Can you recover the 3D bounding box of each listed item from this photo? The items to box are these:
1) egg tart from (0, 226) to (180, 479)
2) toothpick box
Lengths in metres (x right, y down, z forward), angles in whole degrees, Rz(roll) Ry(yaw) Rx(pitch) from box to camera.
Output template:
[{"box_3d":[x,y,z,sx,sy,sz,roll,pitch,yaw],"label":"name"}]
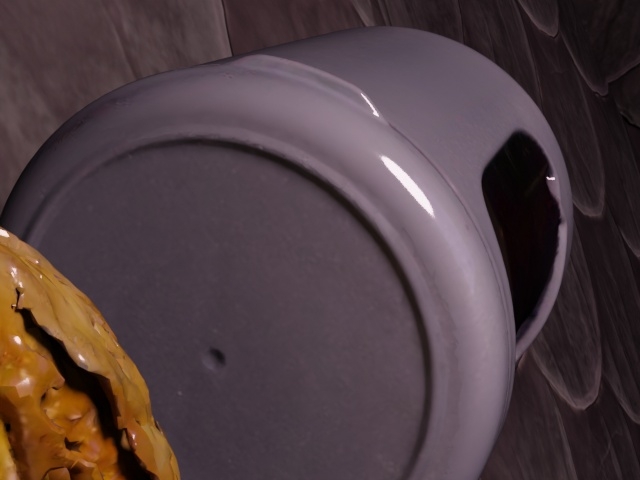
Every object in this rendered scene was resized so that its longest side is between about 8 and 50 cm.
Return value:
[{"box_3d":[-0.150,0.134,0.371,0.297,0.132,0.297,13,74,-54],"label":"egg tart"},{"box_3d":[0.000,0.000,0.666,0.263,0.263,0.354,68,23,-7],"label":"toothpick box"}]
